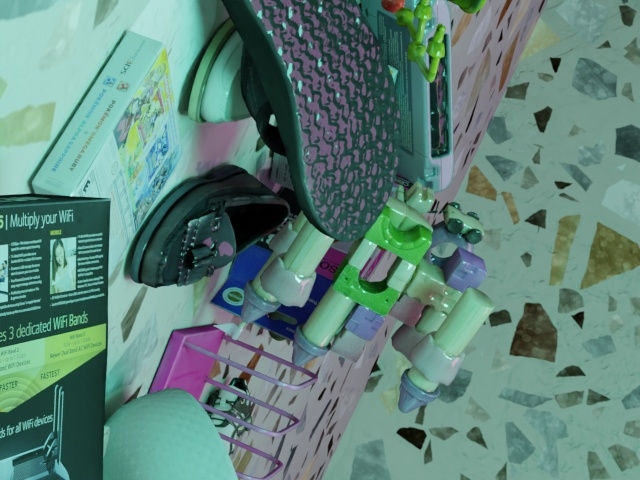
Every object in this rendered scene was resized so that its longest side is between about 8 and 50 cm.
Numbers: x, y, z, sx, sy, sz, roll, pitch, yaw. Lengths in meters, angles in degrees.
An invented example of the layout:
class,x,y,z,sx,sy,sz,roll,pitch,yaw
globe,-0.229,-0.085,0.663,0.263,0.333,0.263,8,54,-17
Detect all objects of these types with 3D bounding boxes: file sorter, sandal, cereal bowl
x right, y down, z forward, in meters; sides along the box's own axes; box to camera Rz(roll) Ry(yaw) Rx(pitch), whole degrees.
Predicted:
class,x,y,z,sx,sy,sz,roll,pitch,yaw
file sorter,-0.145,0.286,2.041,0.202,0.182,0.291,2,110,-78
sandal,-0.025,-0.200,1.598,0.167,0.107,0.446,-41,128,-28
cereal bowl,-0.196,0.353,1.761,0.141,0.339,0.339,-12,138,-24

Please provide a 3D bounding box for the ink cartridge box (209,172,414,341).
class,x,y,z,sx,sy,sz,roll,pitch,yaw
ink cartridge box,0.000,0.000,2.169,0.371,0.175,0.069,-56,165,-45

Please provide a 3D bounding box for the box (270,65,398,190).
class,x,y,z,sx,sy,sz,roll,pitch,yaw
box,0.021,-0.166,2.130,0.114,0.103,0.203,100,17,-48

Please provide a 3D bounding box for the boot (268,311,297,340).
class,x,y,z,sx,sy,sz,roll,pitch,yaw
boot,-0.047,0.054,2.385,0.106,0.082,0.219,23,94,-57

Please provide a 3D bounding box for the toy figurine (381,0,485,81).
class,x,y,z,sx,sy,sz,roll,pitch,yaw
toy figurine,0.033,-0.356,1.577,0.191,0.217,0.363,-56,-151,36

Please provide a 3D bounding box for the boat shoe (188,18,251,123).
class,x,y,z,sx,sy,sz,roll,pitch,yaw
boat shoe,-0.053,-0.202,1.725,0.302,0.103,0.113,-48,158,-58

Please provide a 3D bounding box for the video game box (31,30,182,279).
class,x,y,z,sx,sy,sz,roll,pitch,yaw
video game box,-0.201,-0.071,1.444,0.187,0.048,0.205,-60,167,-25

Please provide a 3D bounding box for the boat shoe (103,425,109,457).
class,x,y,z,sx,sy,sz,roll,pitch,yaw
boat shoe,-0.307,0.303,1.594,0.255,0.079,0.095,-64,171,-4

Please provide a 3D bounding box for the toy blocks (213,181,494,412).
class,x,y,z,sx,sy,sz,roll,pitch,yaw
toy blocks,0.047,0.071,1.973,0.260,0.288,0.309,-58,-168,22

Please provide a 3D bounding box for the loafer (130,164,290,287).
class,x,y,z,sx,sy,sz,roll,pitch,yaw
loafer,-0.123,-0.016,1.778,0.302,0.095,0.109,-44,154,-63

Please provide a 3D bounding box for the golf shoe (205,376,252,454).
class,x,y,z,sx,sy,sz,roll,pitch,yaw
golf shoe,-0.155,0.270,2.271,0.198,0.077,0.094,-54,153,-71

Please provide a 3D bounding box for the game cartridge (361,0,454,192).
class,x,y,z,sx,sy,sz,roll,pitch,yaw
game cartridge,0.124,-0.239,2.188,0.198,0.062,0.297,-134,-145,-56

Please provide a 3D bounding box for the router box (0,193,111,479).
class,x,y,z,sx,sy,sz,roll,pitch,yaw
router box,-0.266,0.091,1.111,0.309,0.081,0.243,-8,102,-68
